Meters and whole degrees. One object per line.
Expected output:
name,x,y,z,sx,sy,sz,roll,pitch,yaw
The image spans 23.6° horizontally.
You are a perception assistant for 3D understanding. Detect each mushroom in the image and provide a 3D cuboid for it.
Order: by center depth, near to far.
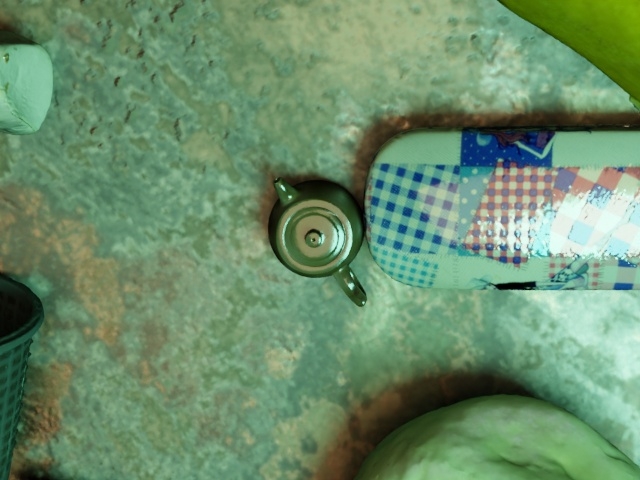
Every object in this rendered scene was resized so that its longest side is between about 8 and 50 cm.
mushroom,-0.318,-0.131,1.168,0.223,0.092,0.081,8,118,8

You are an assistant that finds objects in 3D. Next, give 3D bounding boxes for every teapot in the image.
teapot,0.000,0.000,1.186,0.076,0.068,0.121,-32,98,8

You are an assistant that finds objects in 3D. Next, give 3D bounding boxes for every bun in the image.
bun,0.158,0.294,1.156,0.361,0.213,0.361,7,100,45

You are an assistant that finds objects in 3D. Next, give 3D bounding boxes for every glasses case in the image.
glasses case,0.196,-0.026,1.168,0.327,0.076,0.125,0,98,2

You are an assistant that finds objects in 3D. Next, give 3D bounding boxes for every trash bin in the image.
trash bin,-0.300,0.123,1.184,0.175,0.175,0.161,3,111,2

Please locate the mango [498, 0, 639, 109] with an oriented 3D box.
mango,0.230,-0.252,1.054,0.301,0.220,0.445,-31,100,3
